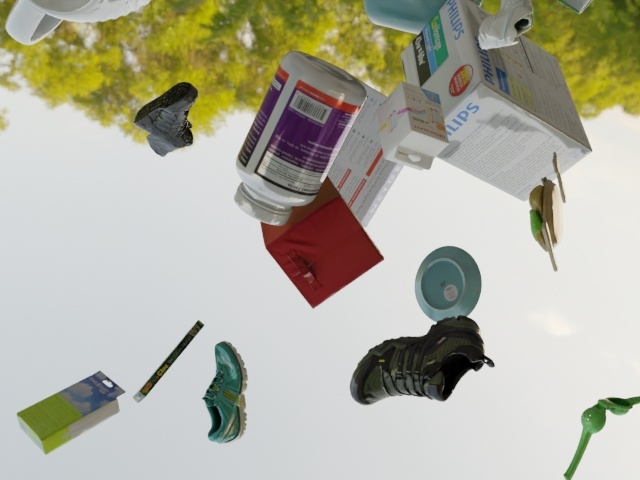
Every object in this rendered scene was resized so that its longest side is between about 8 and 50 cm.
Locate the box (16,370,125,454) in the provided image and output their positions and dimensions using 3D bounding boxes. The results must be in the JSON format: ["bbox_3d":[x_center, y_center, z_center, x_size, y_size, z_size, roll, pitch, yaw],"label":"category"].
[{"bbox_3d":[-0.480,0.330,1.331,0.109,0.042,0.178,23,-144,39],"label":"box"}]

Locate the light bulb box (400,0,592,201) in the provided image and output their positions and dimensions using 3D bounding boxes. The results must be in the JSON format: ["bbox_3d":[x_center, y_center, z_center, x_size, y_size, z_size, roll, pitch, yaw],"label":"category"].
[{"bbox_3d":[0.412,-0.342,1.653,0.361,0.225,0.358,22,-135,-26],"label":"light bulb box"}]

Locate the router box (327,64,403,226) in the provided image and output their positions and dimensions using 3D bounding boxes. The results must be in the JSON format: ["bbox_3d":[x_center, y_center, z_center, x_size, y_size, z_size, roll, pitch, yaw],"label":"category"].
[{"bbox_3d":[0.078,-0.253,1.858,0.301,0.335,0.082,36,-166,17],"label":"router box"}]

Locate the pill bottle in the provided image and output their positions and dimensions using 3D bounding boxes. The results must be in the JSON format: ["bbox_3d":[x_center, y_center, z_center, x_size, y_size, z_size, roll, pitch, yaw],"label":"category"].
[{"bbox_3d":[-0.053,-0.197,1.364,0.181,0.323,0.181,25,-159,-10],"label":"pill bottle"}]

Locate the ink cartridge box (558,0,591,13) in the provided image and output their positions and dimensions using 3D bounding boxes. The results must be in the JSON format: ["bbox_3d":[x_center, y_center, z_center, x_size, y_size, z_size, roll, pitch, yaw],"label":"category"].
[{"bbox_3d":[0.617,-0.720,1.694,0.211,0.121,0.289,32,-130,0],"label":"ink cartridge box"}]

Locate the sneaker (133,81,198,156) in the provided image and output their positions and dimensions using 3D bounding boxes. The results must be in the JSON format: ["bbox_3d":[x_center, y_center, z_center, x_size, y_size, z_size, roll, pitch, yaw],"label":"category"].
[{"bbox_3d":[-0.222,-0.182,1.058,0.170,0.051,0.089,-15,140,40],"label":"sneaker"}]

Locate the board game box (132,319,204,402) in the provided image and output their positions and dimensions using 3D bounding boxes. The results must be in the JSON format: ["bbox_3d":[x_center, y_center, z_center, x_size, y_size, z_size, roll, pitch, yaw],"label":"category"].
[{"bbox_3d":[-0.432,0.344,1.947,0.030,0.136,0.259,39,-120,-2],"label":"board game box"}]

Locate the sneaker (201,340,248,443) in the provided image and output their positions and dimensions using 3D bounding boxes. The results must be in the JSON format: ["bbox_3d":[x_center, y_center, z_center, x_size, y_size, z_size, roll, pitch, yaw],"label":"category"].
[{"bbox_3d":[-0.262,0.410,1.851,0.110,0.275,0.107,1,172,-38],"label":"sneaker"}]

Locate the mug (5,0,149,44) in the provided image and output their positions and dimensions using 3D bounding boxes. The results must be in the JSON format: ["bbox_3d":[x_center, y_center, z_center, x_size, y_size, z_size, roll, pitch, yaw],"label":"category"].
[{"bbox_3d":[-0.390,-0.467,1.111,0.276,0.374,0.328,38,-147,-20],"label":"mug"}]

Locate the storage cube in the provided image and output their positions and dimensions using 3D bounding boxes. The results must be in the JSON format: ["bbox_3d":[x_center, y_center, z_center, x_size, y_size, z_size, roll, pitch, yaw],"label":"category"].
[{"bbox_3d":[0.000,0.000,1.514,0.193,0.183,0.215,-35,-160,3],"label":"storage cube"}]

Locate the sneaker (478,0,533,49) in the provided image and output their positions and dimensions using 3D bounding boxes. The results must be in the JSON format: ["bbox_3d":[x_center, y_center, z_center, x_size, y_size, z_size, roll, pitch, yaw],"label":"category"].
[{"bbox_3d":[0.292,-0.336,1.012,0.061,0.054,0.152,16,-116,38],"label":"sneaker"}]

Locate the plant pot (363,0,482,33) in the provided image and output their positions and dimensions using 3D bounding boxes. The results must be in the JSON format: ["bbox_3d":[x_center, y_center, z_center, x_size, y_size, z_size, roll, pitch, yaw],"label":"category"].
[{"bbox_3d":[0.289,-0.667,1.769,0.235,0.293,0.293,30,-152,24],"label":"plant pot"}]

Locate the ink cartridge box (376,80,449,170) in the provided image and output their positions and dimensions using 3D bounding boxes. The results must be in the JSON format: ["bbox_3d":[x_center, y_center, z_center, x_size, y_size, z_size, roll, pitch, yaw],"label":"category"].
[{"bbox_3d":[0.174,-0.208,1.287,0.092,0.090,0.143,13,-127,-27],"label":"ink cartridge box"}]

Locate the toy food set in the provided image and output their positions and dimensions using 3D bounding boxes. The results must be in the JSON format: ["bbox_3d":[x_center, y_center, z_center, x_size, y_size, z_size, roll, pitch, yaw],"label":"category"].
[{"bbox_3d":[0.394,-0.048,1.197,0.038,0.132,0.192,-3,-136,30],"label":"toy food set"}]

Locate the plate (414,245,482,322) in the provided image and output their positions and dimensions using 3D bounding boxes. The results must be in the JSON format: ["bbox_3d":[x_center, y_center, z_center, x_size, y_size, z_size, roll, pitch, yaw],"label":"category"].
[{"bbox_3d":[0.295,0.104,1.622,0.024,0.188,0.188,11,-164,-46],"label":"plate"}]

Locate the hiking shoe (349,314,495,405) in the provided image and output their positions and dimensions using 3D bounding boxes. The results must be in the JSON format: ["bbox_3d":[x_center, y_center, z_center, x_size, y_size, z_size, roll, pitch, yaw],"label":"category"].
[{"bbox_3d":[0.146,0.199,1.035,0.227,0.086,0.114,-30,-154,11],"label":"hiking shoe"}]

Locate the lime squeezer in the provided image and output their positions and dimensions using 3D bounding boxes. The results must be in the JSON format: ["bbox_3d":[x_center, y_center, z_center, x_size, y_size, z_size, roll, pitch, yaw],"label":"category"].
[{"bbox_3d":[0.629,0.386,1.466,0.310,0.110,0.059,-33,180,-9],"label":"lime squeezer"}]
